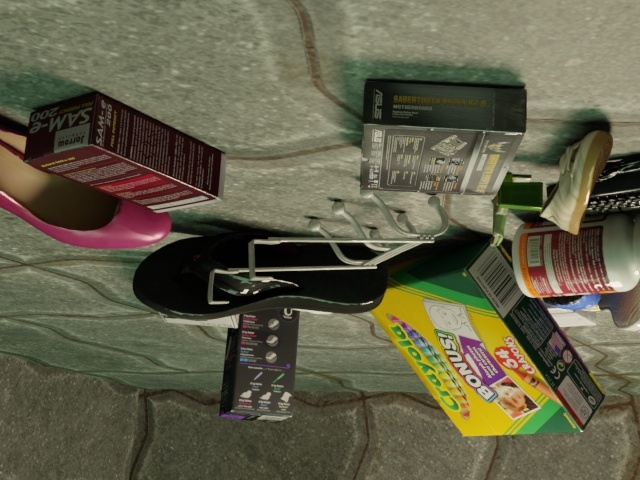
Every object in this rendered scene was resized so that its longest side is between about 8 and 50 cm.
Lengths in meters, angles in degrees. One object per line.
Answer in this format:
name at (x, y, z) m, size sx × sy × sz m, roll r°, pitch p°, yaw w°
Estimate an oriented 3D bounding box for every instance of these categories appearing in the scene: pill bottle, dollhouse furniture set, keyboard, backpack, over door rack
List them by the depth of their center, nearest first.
keyboard at (0.456, -0.076, 1.328) m, size 0.317 × 0.033 × 0.201 m, roll -9°, pitch 160°, yaw 37°
dollhouse furniture set at (0.274, -0.046, 1.395) m, size 0.058 × 0.076 × 0.151 m, roll 3°, pitch 164°, yaw 6°
pill bottle at (0.416, 0.021, 1.517) m, size 0.221 × 0.121 × 0.121 m, roll -6°, pitch 162°, yaw 33°
over door rack at (0.000, 0.000, 1.517) m, size 0.324 × 0.108 × 0.239 m, roll -12°, pitch 172°, yaw -23°
backpack at (0.421, 0.056, 1.642) m, size 0.101 × 0.120 × 0.098 m, roll 18°, pitch 159°, yaw -41°

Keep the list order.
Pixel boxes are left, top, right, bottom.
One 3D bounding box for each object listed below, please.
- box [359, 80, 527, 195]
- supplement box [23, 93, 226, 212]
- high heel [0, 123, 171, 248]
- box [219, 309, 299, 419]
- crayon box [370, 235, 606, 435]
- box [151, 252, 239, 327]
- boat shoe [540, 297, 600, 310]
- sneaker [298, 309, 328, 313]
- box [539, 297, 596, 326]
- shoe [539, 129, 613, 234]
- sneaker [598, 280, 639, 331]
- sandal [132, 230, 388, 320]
box at (0.140, -0.118, 1.203) m, size 0.183 × 0.056 × 0.231 m, roll 2°, pitch 165°, yaw 3°
supplement box at (-0.250, -0.108, 1.305) m, size 0.130 × 0.073 × 0.239 m, roll -8°, pitch 161°, yaw 35°
high heel at (-0.357, -0.070, 1.347) m, size 0.377 × 0.127 × 0.181 m, roll 16°, pitch 171°, yaw -27°
box at (-0.138, 0.271, 2.271) m, size 0.143 × 0.270 × 0.165 m, roll 8°, pitch 164°, yaw -14°
crayon box at (0.285, 0.189, 1.803) m, size 0.363 × 0.106 × 0.313 m, roll 53°, pitch 146°, yaw -11°
box at (-0.254, 0.109, 2.061) m, size 0.169 × 0.087 × 0.290 m, roll 4°, pitch 165°, yaw -1°
boat shoe at (0.500, 0.104, 1.924) m, size 0.153 × 0.056 × 0.048 m, roll 6°, pitch 171°, yaw 20°
sneaker at (-0.063, 0.106, 2.044) m, size 0.217 × 0.079 × 0.121 m, roll 13°, pitch 167°, yaw -3°
box at (0.488, 0.151, 2.122) m, size 0.145 × 0.038 × 0.186 m, roll -7°, pitch 160°, yaw 35°
shoe at (0.320, -0.073, 1.263) m, size 0.058 × 0.076 × 0.219 m, roll 24°, pitch 157°, yaw 15°
sneaker at (0.565, 0.103, 1.646) m, size 0.161 × 0.102 × 0.282 m, roll 15°, pitch -172°, yaw 6°
sandal at (-0.101, 0.042, 1.726) m, size 0.446 × 0.167 × 0.107 m, roll -1°, pitch 140°, yaw -9°
